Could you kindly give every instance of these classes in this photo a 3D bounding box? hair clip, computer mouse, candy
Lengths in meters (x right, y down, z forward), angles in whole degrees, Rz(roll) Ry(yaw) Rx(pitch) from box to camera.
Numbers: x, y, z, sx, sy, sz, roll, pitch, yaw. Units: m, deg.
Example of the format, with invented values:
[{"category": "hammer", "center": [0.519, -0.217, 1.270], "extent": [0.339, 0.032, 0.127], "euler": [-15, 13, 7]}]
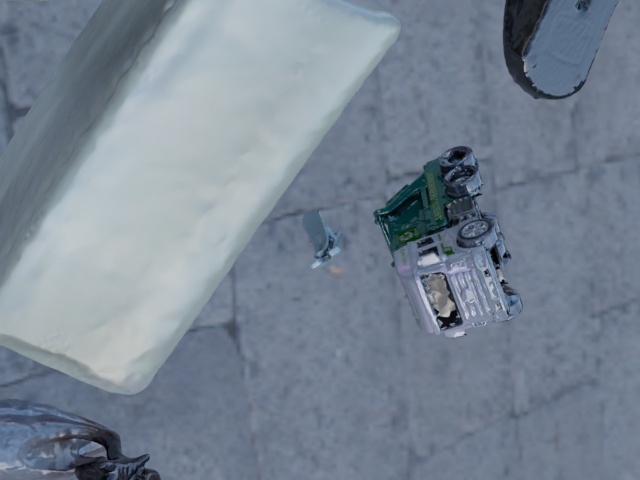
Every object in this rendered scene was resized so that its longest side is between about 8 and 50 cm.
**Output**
[{"category": "hair clip", "center": [-0.001, 0.001, 1.235], "extent": [0.039, 0.030, 0.115], "euler": [47, 6, -9]}, {"category": "computer mouse", "center": [0.273, -0.292, 1.583], "extent": [0.138, 0.086, 0.269], "euler": [13, 102, -46]}, {"category": "candy", "center": [-0.111, -0.076, 1.004], "extent": [0.145, 0.208, 0.358], "euler": [30, 103, -24]}]

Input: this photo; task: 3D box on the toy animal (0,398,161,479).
[{"category": "toy animal", "center": [-0.315, 0.205, 1.397], "extent": [0.195, 0.324, 0.090], "euler": [-119, -144, -87]}]

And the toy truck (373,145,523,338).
[{"category": "toy truck", "center": [0.117, 0.005, 1.358], "extent": [0.216, 0.116, 0.110], "euler": [-93, 162, -60]}]
